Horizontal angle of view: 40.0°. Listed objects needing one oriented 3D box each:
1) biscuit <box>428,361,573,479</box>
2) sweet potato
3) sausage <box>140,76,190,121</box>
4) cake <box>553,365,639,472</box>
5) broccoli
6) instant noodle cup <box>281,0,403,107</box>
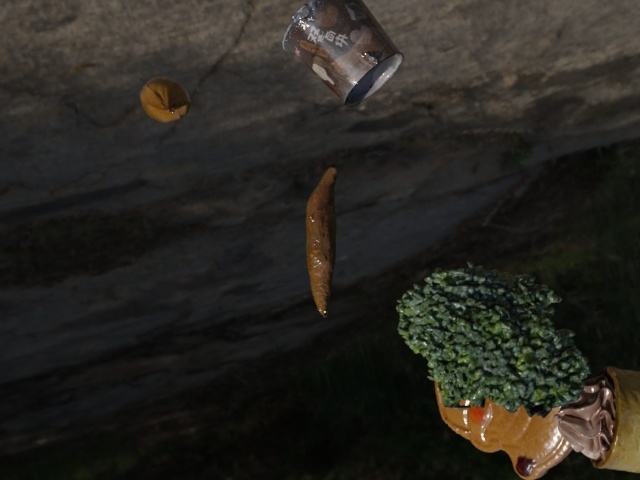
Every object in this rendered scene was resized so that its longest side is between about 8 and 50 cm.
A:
[{"bbox_3d":[0.456,0.379,2.228,0.078,0.350,0.455,0,-159,-47],"label":"biscuit"},{"bbox_3d":[0.000,0.000,1.753,0.066,0.315,0.072,-17,152,40],"label":"sweet potato"},{"bbox_3d":[-0.350,-0.317,1.982,0.112,0.112,0.328,-13,-168,-11],"label":"sausage"},{"bbox_3d":[0.523,0.321,1.605,0.178,0.185,0.208,10,160,-8],"label":"cake"},{"bbox_3d":[0.275,0.157,1.410,0.247,0.288,0.245,-34,169,8],"label":"broccoli"},{"bbox_3d":[0.056,-0.429,1.960,0.217,0.207,0.217,-39,171,-7],"label":"instant noodle cup"}]
